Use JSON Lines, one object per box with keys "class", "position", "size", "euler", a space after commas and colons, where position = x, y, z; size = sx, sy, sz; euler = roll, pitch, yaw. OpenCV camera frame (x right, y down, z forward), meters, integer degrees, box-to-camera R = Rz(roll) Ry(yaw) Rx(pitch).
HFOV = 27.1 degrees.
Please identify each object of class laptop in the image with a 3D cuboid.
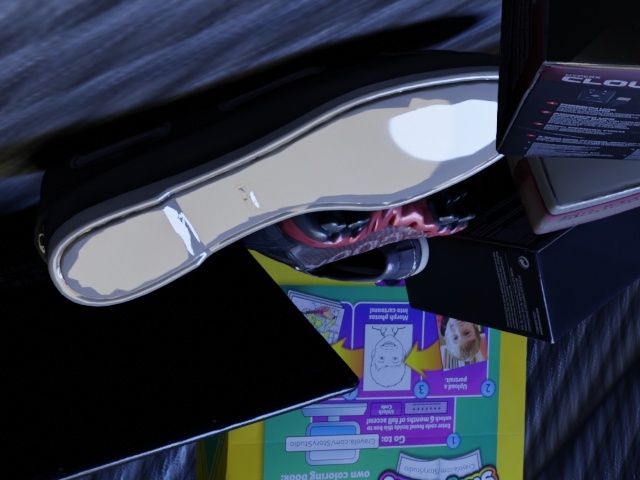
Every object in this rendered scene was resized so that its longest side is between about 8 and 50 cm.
{"class": "laptop", "position": [-0.251, 0.118, 1.098], "size": [0.382, 0.408, 0.236], "euler": [-14, 133, -32]}

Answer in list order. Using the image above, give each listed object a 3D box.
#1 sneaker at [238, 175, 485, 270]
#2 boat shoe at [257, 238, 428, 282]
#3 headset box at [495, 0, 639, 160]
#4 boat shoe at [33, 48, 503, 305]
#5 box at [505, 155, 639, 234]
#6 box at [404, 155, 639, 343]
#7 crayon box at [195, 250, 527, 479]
{"class": "sneaker", "position": [0.030, -0.034, 1.156], "size": [0.135, 0.098, 0.276], "euler": [-22, 170, 41]}
{"class": "boat shoe", "position": [0.000, 0.000, 1.267], "size": [0.206, 0.075, 0.065], "euler": [10, -162, 32]}
{"class": "headset box", "position": [0.199, -0.105, 0.606], "size": [0.218, 0.110, 0.293], "euler": [2, 177, 5]}
{"class": "boat shoe", "position": [-0.028, -0.064, 0.860], "size": [0.335, 0.095, 0.112], "euler": [-20, 138, -3]}
{"class": "box", "position": [0.227, -0.091, 1.052], "size": [0.148, 0.127, 0.232], "euler": [-17, 175, 4]}
{"class": "box", "position": [0.228, -0.016, 1.295], "size": [0.261, 0.103, 0.184], "euler": [-30, -151, -34]}
{"class": "crayon box", "position": [0.049, 0.154, 1.454], "size": [0.363, 0.313, 0.106], "euler": [2, 180, -25]}
